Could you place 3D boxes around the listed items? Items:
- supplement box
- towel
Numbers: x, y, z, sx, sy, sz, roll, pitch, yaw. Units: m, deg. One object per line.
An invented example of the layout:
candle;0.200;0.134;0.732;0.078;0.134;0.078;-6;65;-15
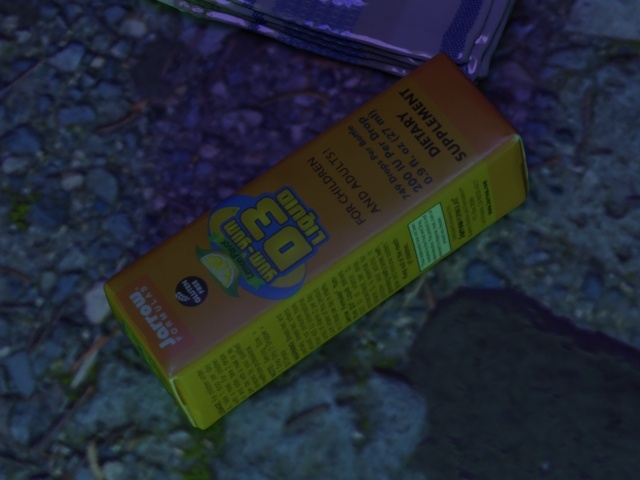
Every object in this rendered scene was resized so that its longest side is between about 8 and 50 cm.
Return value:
supplement box;0.000;0.000;1.037;0.233;0.080;0.078;-36;65;-7
towel;0.001;-0.213;1.156;0.285;0.034;0.209;18;69;15
